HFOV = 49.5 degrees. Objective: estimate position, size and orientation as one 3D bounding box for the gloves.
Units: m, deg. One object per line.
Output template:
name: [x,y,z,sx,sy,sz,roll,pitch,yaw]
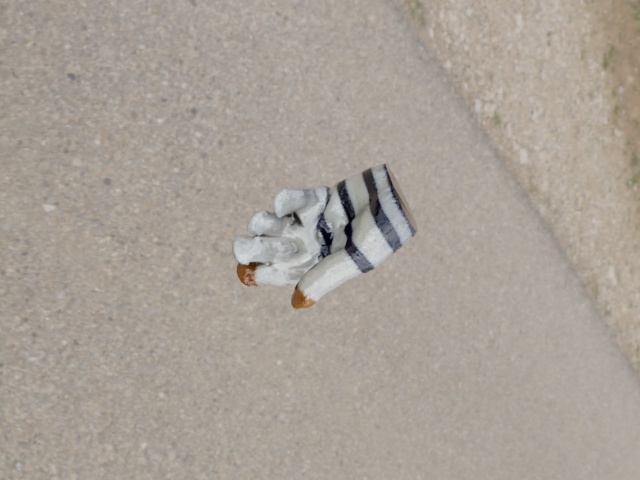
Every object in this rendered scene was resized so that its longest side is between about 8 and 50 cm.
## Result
gloves: [0.002,-0.004,0.858,0.140,0.219,0.131,64,13,1]
